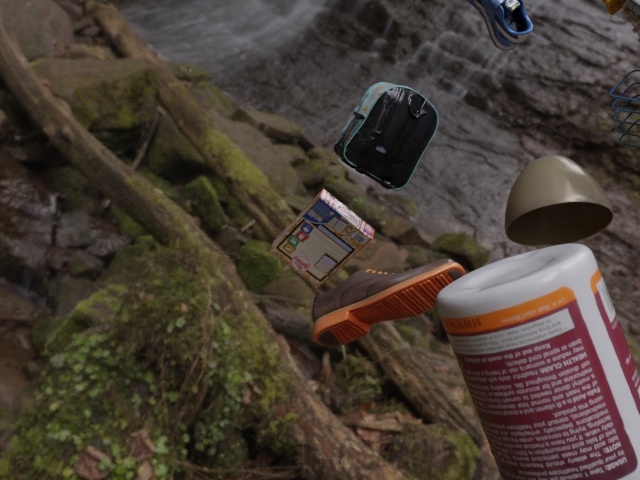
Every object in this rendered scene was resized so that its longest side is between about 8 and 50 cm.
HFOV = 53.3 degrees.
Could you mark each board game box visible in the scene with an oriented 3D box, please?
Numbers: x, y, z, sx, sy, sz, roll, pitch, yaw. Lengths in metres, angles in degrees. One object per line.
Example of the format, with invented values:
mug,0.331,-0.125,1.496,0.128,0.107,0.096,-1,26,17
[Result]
board game box,0.909,-0.475,1.699,0.390,0.050,0.390,45,25,-24
board game box,0.000,0.000,1.400,0.147,0.193,0.045,39,33,-12

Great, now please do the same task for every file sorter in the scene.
file sorter,0.818,-0.331,1.620,0.104,0.118,0.170,30,-21,48

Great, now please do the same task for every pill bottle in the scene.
pill bottle,0.329,0.222,0.888,0.392,0.224,0.224,69,17,-2

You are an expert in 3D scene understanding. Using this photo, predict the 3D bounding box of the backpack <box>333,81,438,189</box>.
backpack,0.134,-0.219,1.279,0.166,0.188,0.144,28,15,-20

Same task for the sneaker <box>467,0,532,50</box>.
sneaker,0.238,-0.327,0.861,0.144,0.053,0.059,50,-6,-14

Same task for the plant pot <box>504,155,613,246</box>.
plant pot,0.653,-0.125,1.798,0.284,0.284,0.190,18,59,-37

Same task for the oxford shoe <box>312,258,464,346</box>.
oxford shoe,0.134,0.105,1.400,0.130,0.364,0.132,47,25,-47
